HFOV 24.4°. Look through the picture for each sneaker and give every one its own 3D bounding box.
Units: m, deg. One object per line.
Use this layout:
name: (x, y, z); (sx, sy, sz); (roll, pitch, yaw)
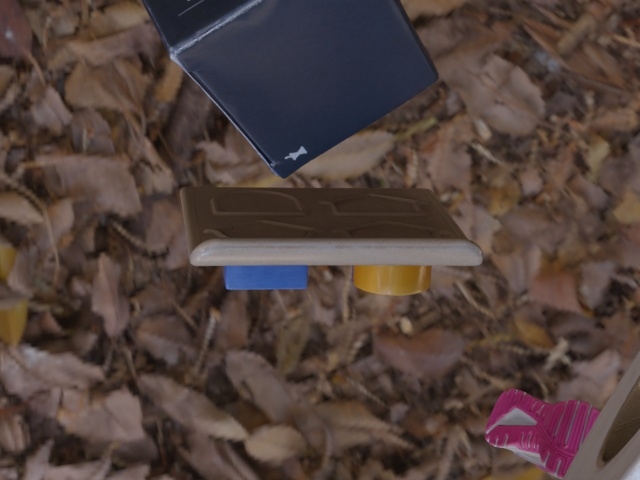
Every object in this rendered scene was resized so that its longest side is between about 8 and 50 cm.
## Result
sneaker: (0.330, 0.263, 1.928); (0.111, 0.252, 0.103); (28, 86, -28)

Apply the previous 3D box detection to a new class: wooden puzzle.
wooden puzzle: (0.000, 0.000, 1.749); (0.322, 0.348, 0.080); (0, 102, -8)

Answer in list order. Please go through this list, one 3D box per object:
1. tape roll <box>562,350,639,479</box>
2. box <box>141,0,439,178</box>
tape roll: (0.298, 0.104, 1.139); (0.072, 0.392, 0.392); (34, 106, 7)
box: (-0.086, -0.317, 1.529); (0.212, 0.395, 0.293); (-31, 153, 5)
